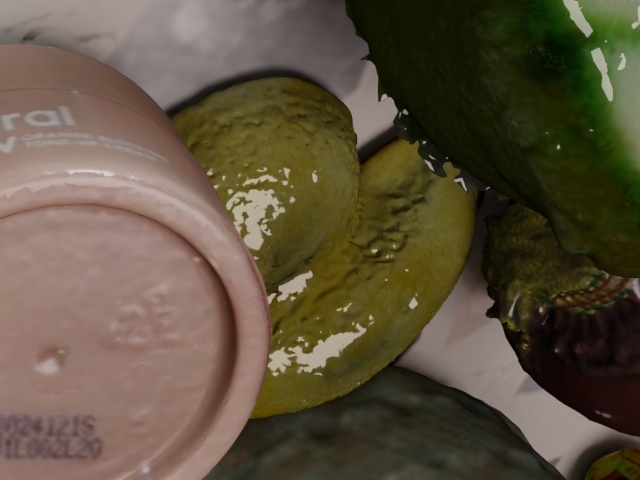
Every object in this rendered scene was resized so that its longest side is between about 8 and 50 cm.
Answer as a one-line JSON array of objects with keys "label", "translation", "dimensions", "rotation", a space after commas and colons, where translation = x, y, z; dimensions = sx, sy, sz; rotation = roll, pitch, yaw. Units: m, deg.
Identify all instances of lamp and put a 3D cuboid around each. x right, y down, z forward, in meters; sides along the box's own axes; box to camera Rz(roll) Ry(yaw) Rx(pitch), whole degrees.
[{"label": "lamp", "translation": [0.141, 0.007, 0.834], "dimensions": [0.135, 0.156, 0.157], "rotation": [24, 105, -47]}]

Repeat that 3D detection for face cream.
[{"label": "face cream", "translation": [-0.101, 0.018, 0.671], "dimensions": [0.149, 0.104, 0.149], "rotation": [-9, 121, -16]}]

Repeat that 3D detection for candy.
[{"label": "candy", "translation": [0.220, 0.114, 1.064], "dimensions": [0.201, 0.060, 0.060], "rotation": [-25, 134, -33]}]

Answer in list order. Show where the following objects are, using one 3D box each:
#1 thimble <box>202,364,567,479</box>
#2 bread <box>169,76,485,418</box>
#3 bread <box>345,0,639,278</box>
[{"label": "thimble", "translation": [0.019, 0.215, 0.872], "dimensions": [0.291, 0.195, 0.291], "rotation": [-21, 131, -26]}, {"label": "bread", "translation": [0.000, 0.000, 0.793], "dimensions": [0.187, 0.065, 0.149], "rotation": [-23, 127, -20]}, {"label": "bread", "translation": [0.139, -0.168, 0.654], "dimensions": [0.382, 0.129, 0.366], "rotation": [11, 100, -31]}]
